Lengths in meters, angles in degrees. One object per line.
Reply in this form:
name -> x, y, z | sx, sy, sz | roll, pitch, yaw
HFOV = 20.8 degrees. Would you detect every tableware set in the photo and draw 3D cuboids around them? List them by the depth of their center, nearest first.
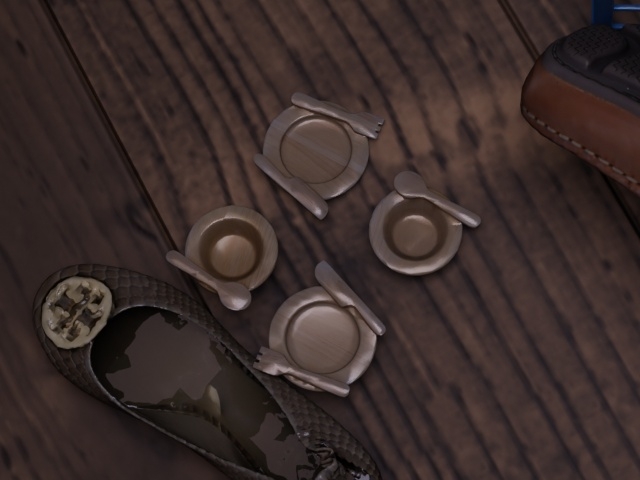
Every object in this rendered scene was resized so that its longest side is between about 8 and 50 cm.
tableware set -> 0.000, 0.000, 1.031 | 0.141, 0.020, 0.169 | 36, 77, 12

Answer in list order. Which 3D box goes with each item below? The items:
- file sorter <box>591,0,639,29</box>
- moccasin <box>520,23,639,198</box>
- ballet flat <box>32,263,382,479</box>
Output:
file sorter -> 0.203, -0.190, 0.958 | 0.104, 0.170, 0.118 | 1, 81, 9
moccasin -> 0.265, 0.021, 0.914 | 0.380, 0.139, 0.147 | 31, 123, -5
ballet flat -> -0.070, 0.091, 1.022 | 0.250, 0.058, 0.084 | 35, 88, 14
